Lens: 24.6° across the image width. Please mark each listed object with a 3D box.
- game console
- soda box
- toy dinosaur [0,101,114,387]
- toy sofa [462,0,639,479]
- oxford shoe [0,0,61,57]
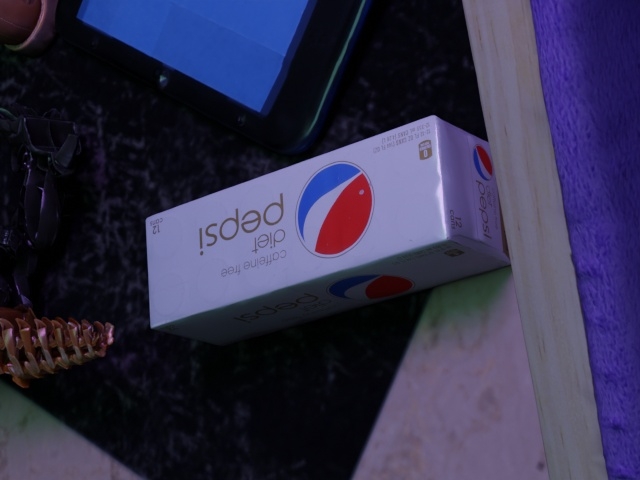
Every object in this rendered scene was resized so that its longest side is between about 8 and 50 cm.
[{"bbox_3d":[-0.094,-0.232,0.930,0.293,0.250,0.173,29,69,40],"label":"game console"},{"bbox_3d":[0.000,0.000,0.844,0.216,0.069,0.074,-18,67,35],"label":"soda box"},{"bbox_3d":[-0.243,0.018,1.016,0.322,0.164,0.218,14,101,23],"label":"toy dinosaur"},{"bbox_3d":[0.160,-0.005,0.542,0.177,0.150,0.363,9,116,50],"label":"toy sofa"},{"bbox_3d":[-0.266,-0.231,1.125,0.076,0.076,0.212,-48,51,20],"label":"oxford shoe"}]
